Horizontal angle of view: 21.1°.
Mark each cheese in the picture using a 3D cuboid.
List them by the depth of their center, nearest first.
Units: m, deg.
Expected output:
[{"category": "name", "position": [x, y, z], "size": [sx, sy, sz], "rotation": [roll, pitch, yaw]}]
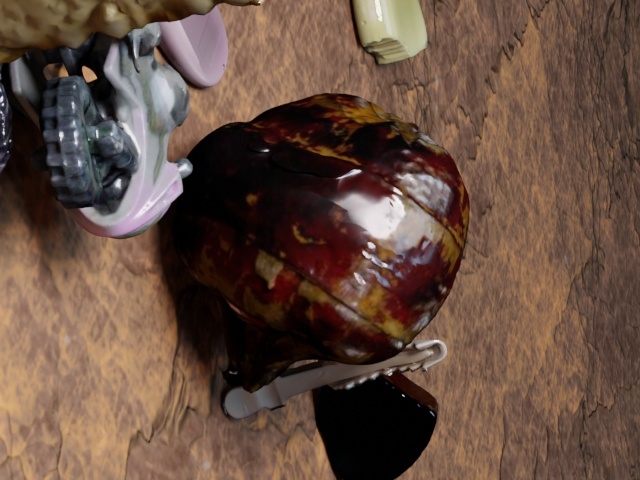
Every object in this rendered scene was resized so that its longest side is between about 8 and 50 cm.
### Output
[{"category": "cheese", "position": [0.062, -0.330, 2.015], "size": [0.127, 0.050, 0.255], "rotation": [-40, 118, -58]}]

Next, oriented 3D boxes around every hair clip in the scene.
[{"category": "hair clip", "position": [0.018, 0.122, 1.637], "size": [0.072, 0.226, 0.034], "rotation": [-53, 125, -67]}]

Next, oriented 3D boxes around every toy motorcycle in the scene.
[{"category": "toy motorcycle", "position": [-0.179, -0.131, 1.399], "size": [0.188, 0.143, 0.327], "rotation": [68, 14, -46]}]

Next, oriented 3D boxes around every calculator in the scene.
[{"category": "calculator", "position": [-0.130, -0.216, 1.626], "size": [0.166, 0.024, 0.103], "rotation": [58, 36, -43]}]

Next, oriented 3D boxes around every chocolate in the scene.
[{"category": "chocolate", "position": [0.064, 0.179, 1.841], "size": [0.080, 0.125, 0.149], "rotation": [-76, 147, -67]}]

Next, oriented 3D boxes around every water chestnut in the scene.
[{"category": "water chestnut", "position": [0.000, 0.000, 1.584], "size": [0.289, 0.289, 0.244], "rotation": [-61, 156, -50]}]

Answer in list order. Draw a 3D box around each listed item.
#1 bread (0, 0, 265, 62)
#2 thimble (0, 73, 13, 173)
[{"category": "bread", "position": [-0.161, -0.348, 1.191], "size": [0.279, 0.371, 0.390], "rotation": [55, 35, -42]}, {"category": "thimble", "position": [-0.277, -0.082, 1.255], "size": [0.104, 0.066, 0.095], "rotation": [-45, 123, -54]}]
